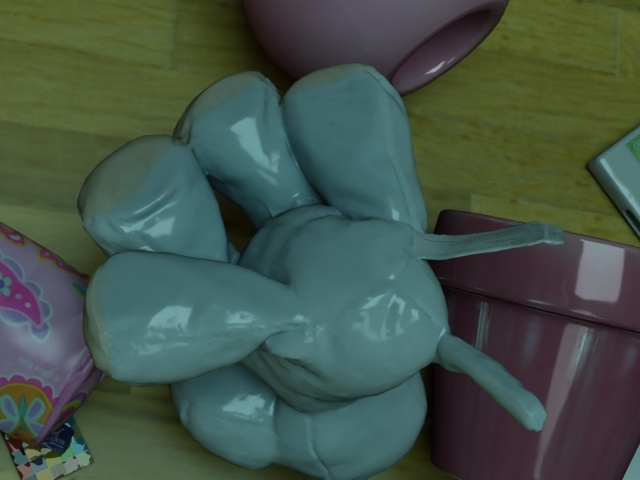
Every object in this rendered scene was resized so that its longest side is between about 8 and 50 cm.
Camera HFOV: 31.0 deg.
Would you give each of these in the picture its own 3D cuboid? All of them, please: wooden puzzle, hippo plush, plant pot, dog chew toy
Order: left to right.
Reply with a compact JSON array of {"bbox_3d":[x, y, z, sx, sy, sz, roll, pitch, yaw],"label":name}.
[{"bbox_3d":[-0.190,0.141,0.799,0.049,0.006,0.083,-23,83,-18],"label":"wooden puzzle"},{"bbox_3d":[-0.005,-0.267,0.848,0.207,0.206,0.331,-31,79,-19],"label":"dog chew toy"},{"bbox_3d":[0.003,0.040,0.751,0.294,0.236,0.234,7,58,11],"label":"hippo plush"},{"bbox_3d":[0.160,0.086,0.816,0.201,0.201,0.180,13,91,-11],"label":"plant pot"}]

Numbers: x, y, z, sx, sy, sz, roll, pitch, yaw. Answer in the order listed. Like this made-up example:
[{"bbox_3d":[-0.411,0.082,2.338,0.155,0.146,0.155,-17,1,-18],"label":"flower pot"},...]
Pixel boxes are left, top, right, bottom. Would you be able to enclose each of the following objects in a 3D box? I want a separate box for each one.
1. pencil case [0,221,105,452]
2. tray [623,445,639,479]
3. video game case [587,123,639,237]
[{"bbox_3d":[-0.264,0.021,0.752,0.284,0.124,0.124,30,72,-6],"label":"pencil case"},{"bbox_3d":[0.280,0.283,0.875,0.145,0.030,0.270,-7,79,-15],"label":"tray"},{"bbox_3d":[0.359,-0.044,0.975,0.212,0.023,0.193,-35,88,-19],"label":"video game case"}]
